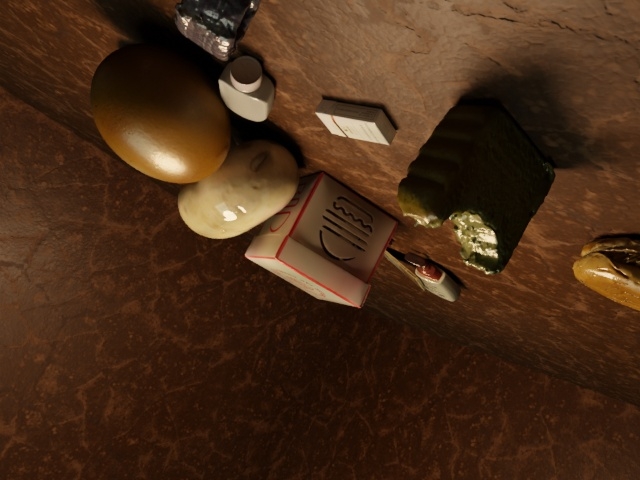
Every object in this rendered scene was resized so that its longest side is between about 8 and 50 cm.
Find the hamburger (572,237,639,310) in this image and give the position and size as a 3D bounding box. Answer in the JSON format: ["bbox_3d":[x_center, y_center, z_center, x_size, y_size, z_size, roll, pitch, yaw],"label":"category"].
[{"bbox_3d":[0.630,0.067,1.176,0.214,0.108,0.214,27,174,3],"label":"hamburger"}]

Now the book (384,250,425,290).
[{"bbox_3d":[0.301,0.101,2.153,0.199,0.016,0.138,43,179,29],"label":"book"}]

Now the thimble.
[{"bbox_3d":[-0.154,-0.364,0.899,0.098,0.150,0.150,30,169,-10],"label":"thimble"}]

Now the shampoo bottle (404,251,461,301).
[{"bbox_3d":[0.394,0.123,2.074,0.153,0.071,0.284,27,169,40],"label":"shampoo bottle"}]

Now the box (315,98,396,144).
[{"bbox_3d":[0.072,-0.244,1.203,0.154,0.040,0.084,20,170,36],"label":"box"}]

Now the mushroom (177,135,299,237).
[{"bbox_3d":[-0.250,-0.155,1.623,0.353,0.325,0.353,28,177,2],"label":"mushroom"}]

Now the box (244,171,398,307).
[{"bbox_3d":[0.000,0.000,1.814,0.314,0.300,0.312,32,168,-20],"label":"box"}]

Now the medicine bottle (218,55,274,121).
[{"bbox_3d":[-0.161,-0.331,1.270,0.119,0.069,0.183,28,170,-1],"label":"medicine bottle"}]

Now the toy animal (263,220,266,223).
[{"bbox_3d":[-0.220,-0.142,2.234,0.146,0.114,0.245,33,-169,3],"label":"toy animal"}]

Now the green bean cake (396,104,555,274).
[{"bbox_3d":[0.260,-0.086,1.000,0.236,0.233,0.124,36,172,-35],"label":"green bean cake"}]

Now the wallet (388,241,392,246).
[{"bbox_3d":[0.191,-0.004,2.069,0.095,0.026,0.176,31,170,-9],"label":"wallet"}]

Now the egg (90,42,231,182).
[{"bbox_3d":[-0.363,-0.290,1.359,0.283,0.282,0.351,12,149,54],"label":"egg"}]
